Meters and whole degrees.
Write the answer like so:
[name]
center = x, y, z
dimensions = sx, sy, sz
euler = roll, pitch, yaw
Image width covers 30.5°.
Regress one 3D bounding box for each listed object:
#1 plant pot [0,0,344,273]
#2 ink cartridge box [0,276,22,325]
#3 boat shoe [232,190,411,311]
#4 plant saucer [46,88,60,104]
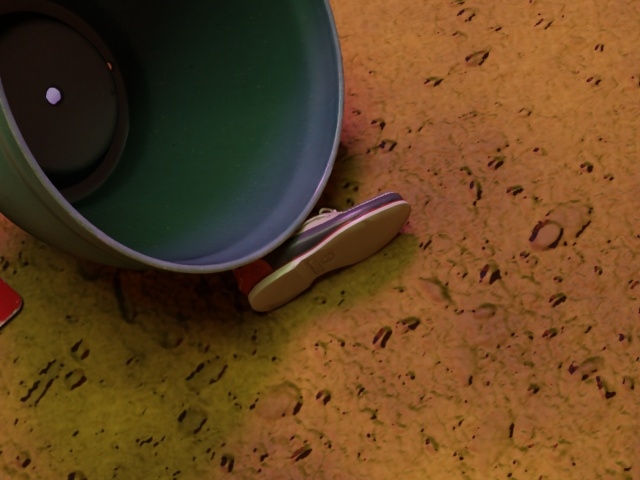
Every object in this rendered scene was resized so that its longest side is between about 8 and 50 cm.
[plant pot]
center = -0.153, -0.115, 0.837
dimensions = 0.196, 0.293, 0.293
euler = -8, 50, 46
[ink cartridge box]
center = -0.428, 0.045, 0.867
dimensions = 0.272, 0.130, 0.309
euler = 36, 71, 29
[boat shoe]
center = 0.000, 0.000, 0.846
dimensions = 0.137, 0.049, 0.043
euler = -31, 54, -2
[plant saucer]
center = -0.278, -0.153, 1.015
dimensions = 0.195, 0.037, 0.195
euler = -6, 57, 9
